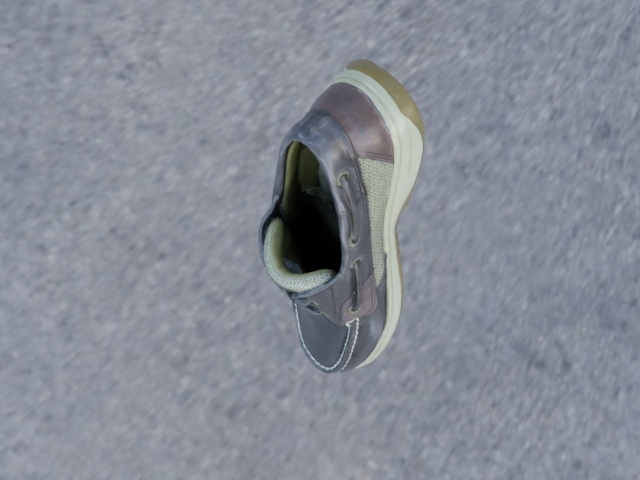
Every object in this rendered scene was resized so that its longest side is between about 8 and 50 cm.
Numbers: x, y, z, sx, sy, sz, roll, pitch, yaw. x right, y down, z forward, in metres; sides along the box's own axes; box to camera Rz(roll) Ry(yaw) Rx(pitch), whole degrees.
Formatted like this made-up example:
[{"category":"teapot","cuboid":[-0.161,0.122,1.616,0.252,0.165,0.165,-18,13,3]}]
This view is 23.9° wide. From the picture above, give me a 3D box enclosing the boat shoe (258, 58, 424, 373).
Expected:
[{"category":"boat shoe","cuboid":[0.001,0.000,0.820,0.080,0.073,0.223,45,148,27]}]
